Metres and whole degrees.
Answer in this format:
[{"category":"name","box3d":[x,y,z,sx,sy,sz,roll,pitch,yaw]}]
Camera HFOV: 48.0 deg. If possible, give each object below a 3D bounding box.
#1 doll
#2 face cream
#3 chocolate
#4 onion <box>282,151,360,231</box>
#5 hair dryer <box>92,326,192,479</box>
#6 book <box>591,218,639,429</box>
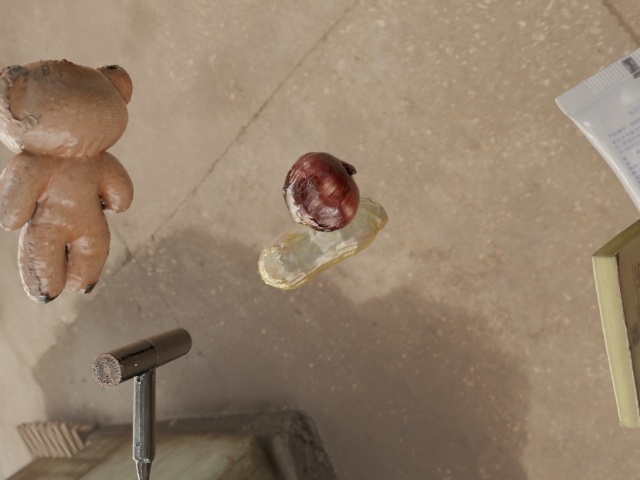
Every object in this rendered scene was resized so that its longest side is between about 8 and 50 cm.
[{"category":"doll","box3d":[-0.341,-0.078,0.905,0.156,0.201,0.303,20,109,29]},{"category":"face cream","box3d":[0.536,-0.081,1.002,0.420,0.137,0.234,53,142,-6]},{"category":"chocolate","box3d":[0.000,0.000,1.568,0.309,0.134,0.134,-28,94,7]},{"category":"onion","box3d":[0.003,-0.075,1.105,0.131,0.131,0.131,20,124,32]},{"category":"hair dryer","box3d":[-0.230,0.229,0.987,0.050,0.173,0.195,-4,95,23]},{"category":"book","box3d":[0.322,0.058,0.694,0.026,0.230,0.161,-6,101,41]}]
